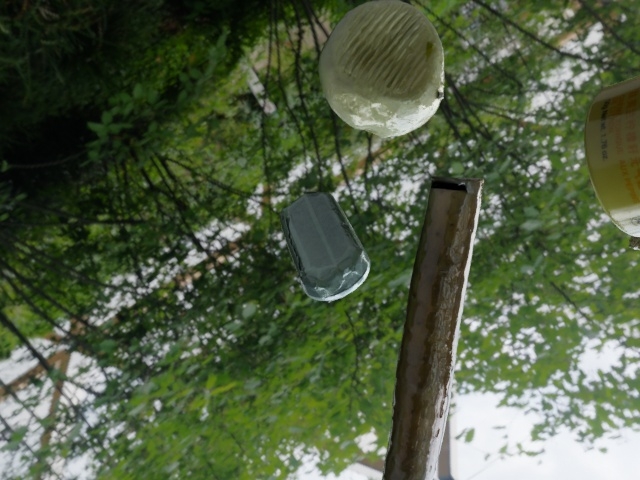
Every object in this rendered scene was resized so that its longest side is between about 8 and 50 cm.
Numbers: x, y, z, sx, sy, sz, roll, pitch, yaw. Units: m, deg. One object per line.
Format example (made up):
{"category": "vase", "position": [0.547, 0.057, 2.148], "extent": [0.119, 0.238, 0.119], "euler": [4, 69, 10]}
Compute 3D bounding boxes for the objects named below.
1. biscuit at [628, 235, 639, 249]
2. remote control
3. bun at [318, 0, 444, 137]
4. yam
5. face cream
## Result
{"category": "biscuit", "position": [0.662, -0.012, 1.129], "extent": [0.168, 0.070, 0.082], "euler": [2, -174, -6]}
{"category": "remote control", "position": [0.000, 0.000, 0.905], "extent": [0.104, 0.052, 0.247], "euler": [-27, -146, 1]}
{"category": "bun", "position": [0.115, -0.319, 1.177], "extent": [0.259, 0.259, 0.160], "euler": [-35, 173, -12]}
{"category": "yam", "position": [0.086, 0.080, 0.478], "extent": [0.046, 0.264, 0.046], "euler": [9, -175, -1]}
{"category": "face cream", "position": [0.477, -0.122, 0.778], "extent": [0.218, 0.218, 0.179], "euler": [-39, -165, -34]}
